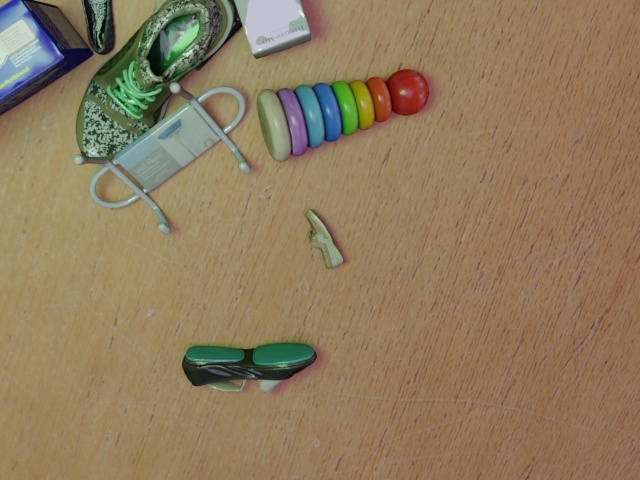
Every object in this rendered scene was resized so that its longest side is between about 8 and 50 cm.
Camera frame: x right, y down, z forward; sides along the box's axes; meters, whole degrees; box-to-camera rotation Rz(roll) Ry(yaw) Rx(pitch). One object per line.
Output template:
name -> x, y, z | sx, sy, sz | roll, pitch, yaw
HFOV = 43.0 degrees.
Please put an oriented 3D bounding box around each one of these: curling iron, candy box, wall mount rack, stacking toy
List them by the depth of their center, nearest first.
candy box -> -0.548, -0.288, 1.377 | 0.268, 0.317, 0.122 | -33, 105, 1
wall mount rack -> -0.287, -0.164, 1.481 | 0.350, 0.130, 0.304 | -36, 144, 3
curling iron -> -0.139, -0.419, 1.540 | 0.274, 0.035, 0.068 | -41, 106, 4
stacking toy -> 0.051, -0.257, 1.571 | 0.330, 0.141, 0.141 | -16, 106, -10

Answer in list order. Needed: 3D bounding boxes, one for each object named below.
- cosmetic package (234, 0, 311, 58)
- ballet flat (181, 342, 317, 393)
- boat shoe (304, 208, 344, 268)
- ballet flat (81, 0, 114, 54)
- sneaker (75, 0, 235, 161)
cosmetic package -> -0.105, -0.460, 1.474 | 0.117, 0.085, 0.231 | -20, 95, 2
ballet flat -> -0.146, 0.266, 1.697 | 0.280, 0.095, 0.096 | 0, 115, 3
boat shoe -> 0.000, 0.000, 1.660 | 0.045, 0.050, 0.135 | -32, 106, -4
ballet flat -> -0.411, -0.429, 1.495 | 0.057, 0.049, 0.173 | -10, 106, -5
sneaker -> -0.320, -0.300, 1.463 | 0.158, 0.182, 0.410 | 37, 105, -12
